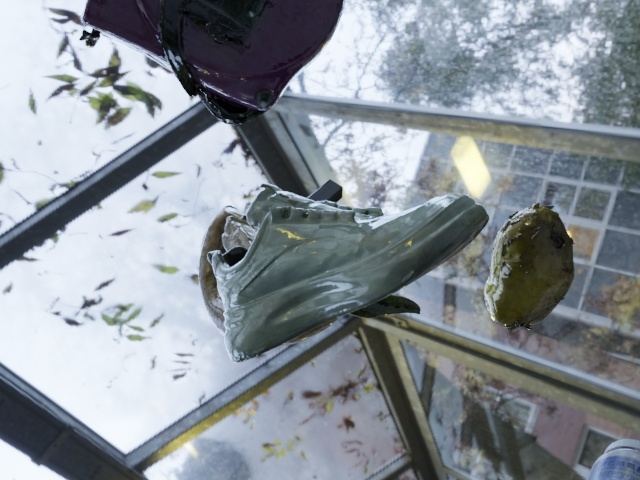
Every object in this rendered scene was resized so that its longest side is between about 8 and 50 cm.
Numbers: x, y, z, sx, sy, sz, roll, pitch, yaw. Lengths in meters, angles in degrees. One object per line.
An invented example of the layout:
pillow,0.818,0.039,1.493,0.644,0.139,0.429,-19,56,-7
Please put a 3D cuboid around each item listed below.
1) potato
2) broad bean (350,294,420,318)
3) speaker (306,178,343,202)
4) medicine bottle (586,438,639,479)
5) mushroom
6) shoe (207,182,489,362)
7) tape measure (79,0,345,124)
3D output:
potato,0.424,0.061,1.334,0.140,0.172,0.300,-92,-1,-52
broad bean,0.066,0.131,1.505,0.061,0.338,0.077,118,164,-51
speaker,-0.022,-0.074,1.572,0.191,0.046,0.040,-41,-29,-30
medicine bottle,0.418,0.357,0.907,0.186,0.102,0.103,-23,-61,-53
mushroom,-0.095,0.071,0.929,0.151,0.285,0.156,-50,-45,4
shoe,0.000,0.000,0.655,0.159,0.316,0.124,61,-153,6
tape measure,-0.094,-0.254,0.675,0.231,0.149,0.245,25,-84,-9
